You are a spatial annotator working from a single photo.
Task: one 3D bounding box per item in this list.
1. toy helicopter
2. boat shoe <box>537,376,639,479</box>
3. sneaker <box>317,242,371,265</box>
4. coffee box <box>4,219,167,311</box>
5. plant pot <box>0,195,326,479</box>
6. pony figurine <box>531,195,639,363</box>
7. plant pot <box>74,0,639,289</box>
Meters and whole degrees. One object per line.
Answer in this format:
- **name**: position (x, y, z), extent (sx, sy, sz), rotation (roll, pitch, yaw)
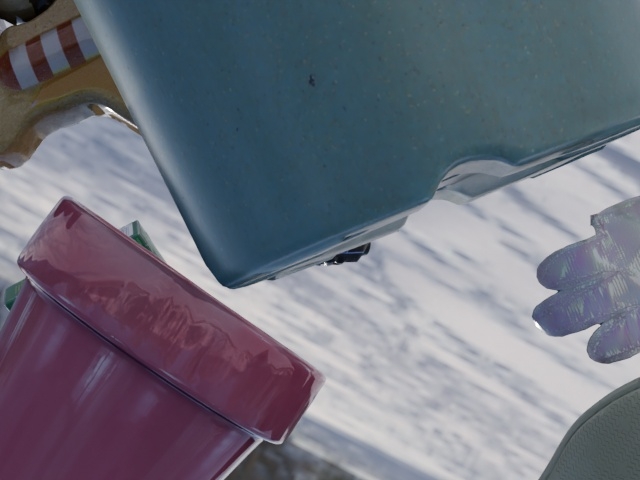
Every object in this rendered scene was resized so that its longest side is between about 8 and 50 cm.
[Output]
- **toy helicopter**: position (-0.127, -0.131, 1.002), extent (0.355, 0.235, 0.140), rotation (36, 173, 15)
- **boat shoe**: position (0.190, 0.165, 0.989), extent (0.079, 0.233, 0.084), rotation (9, -140, -30)
- **sneaker**: position (0.000, 0.000, 1.872), extent (0.081, 0.232, 0.090), rotation (-8, 112, 61)
- **coffee box**: position (-0.268, 0.064, 1.840), extent (0.113, 0.184, 0.040), rotation (58, -173, -31)
- **plant pot**: position (-0.126, 0.100, 0.954), extent (0.201, 0.180, 0.201), rotation (35, 177, 2)
- **pony figurine**: position (0.360, 0.089, 1.014), extent (0.363, 0.351, 0.303), rotation (39, 152, 59)
- **plant pot**: position (0.005, -0.171, 0.800), extent (0.341, 0.341, 0.334), rotation (134, 115, -82)
